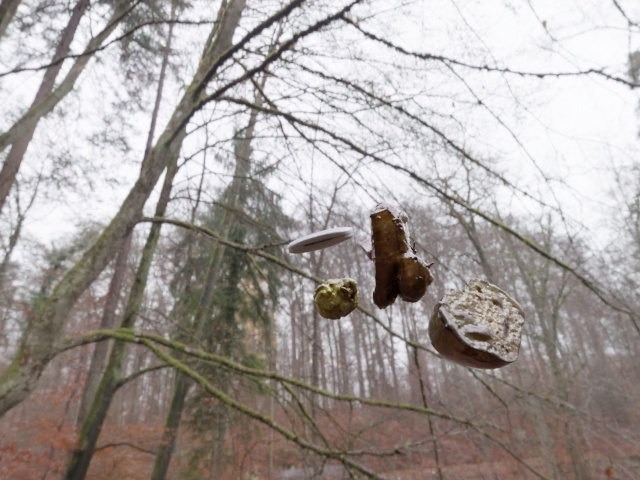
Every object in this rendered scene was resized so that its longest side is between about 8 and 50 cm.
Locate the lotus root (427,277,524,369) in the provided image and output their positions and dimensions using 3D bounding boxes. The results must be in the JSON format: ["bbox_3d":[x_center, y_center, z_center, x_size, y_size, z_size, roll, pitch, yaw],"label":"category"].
[{"bbox_3d":[0.498,0.281,1.524,0.316,0.316,0.250,3,-28,-15],"label":"lotus root"}]

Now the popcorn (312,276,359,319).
[{"bbox_3d":[0.085,0.273,2.083,0.233,0.192,0.266,-2,-29,-30],"label":"popcorn"}]

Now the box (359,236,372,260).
[{"bbox_3d":[0.252,0.028,2.079,0.111,0.156,0.060,-30,-72,-3],"label":"box"}]

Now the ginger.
[{"bbox_3d":[0.309,0.053,1.730,0.254,0.419,0.176,-7,-3,19],"label":"ginger"}]

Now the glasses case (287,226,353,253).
[{"bbox_3d":[0.000,0.000,1.544,0.233,0.059,0.092,-16,3,9],"label":"glasses case"}]
